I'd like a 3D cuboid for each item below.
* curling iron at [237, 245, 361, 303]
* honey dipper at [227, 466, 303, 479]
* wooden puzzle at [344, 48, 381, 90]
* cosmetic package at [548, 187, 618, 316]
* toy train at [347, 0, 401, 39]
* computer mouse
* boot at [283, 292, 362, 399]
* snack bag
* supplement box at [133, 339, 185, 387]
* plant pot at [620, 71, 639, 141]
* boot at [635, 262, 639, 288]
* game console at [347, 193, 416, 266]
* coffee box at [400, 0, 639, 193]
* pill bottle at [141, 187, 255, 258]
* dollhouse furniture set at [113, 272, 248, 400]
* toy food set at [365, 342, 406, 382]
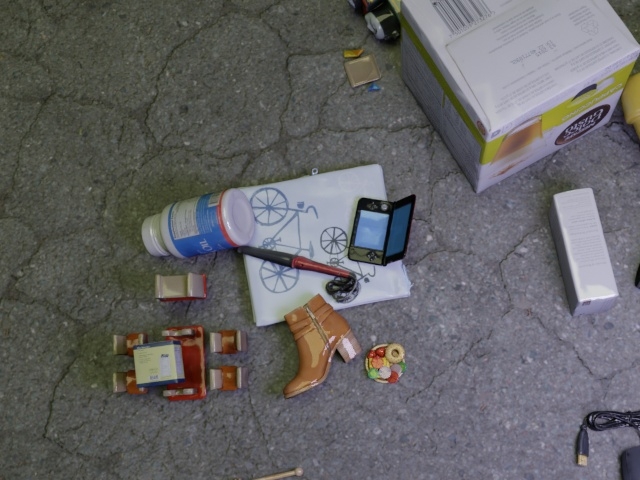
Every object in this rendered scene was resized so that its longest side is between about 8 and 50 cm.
[{"bbox_3d":[-0.047,0.059,1.885,0.274,0.035,0.068,21,74,11],"label":"curling iron"},{"bbox_3d":[-0.112,0.473,1.793,0.160,0.030,0.030,-12,70,-1],"label":"honey dipper"},{"bbox_3d":[0.096,-0.388,2.077,0.078,0.014,0.116,-13,69,8],"label":"wooden puzzle"},{"bbox_3d":[0.524,0.024,1.819,0.085,0.117,0.231,-11,71,5],"label":"cosmetic package"},{"bbox_3d":[0.228,-0.592,2.072,0.334,0.142,0.190,-29,79,-3],"label":"toy train"},{"bbox_3d":[0.575,0.437,1.696,0.184,0.060,0.262,2,71,8],"label":"computer mouse"},{"bbox_3d":[-0.030,0.214,1.833,0.197,0.073,0.152,-35,87,-21],"label":"boot"},{"bbox_3d":[0.000,0.000,1.940,0.342,0.037,0.323,-12,70,0],"label":"snack bag"},{"bbox_3d":[-0.316,0.242,1.778,0.083,0.056,0.083,-8,81,6],"label":"supplement box"},{"bbox_3d":[0.747,-0.223,1.824,0.254,0.254,0.239,-8,86,5],"label":"plant pot"},{"bbox_3d":[0.781,0.046,1.796,0.229,0.091,0.263,39,87,10],"label":"boot"},{"bbox_3d":[0.125,-0.028,1.876,0.124,0.085,0.144,10,71,7],"label":"game console"},{"bbox_3d":[0.387,-0.359,1.856,0.337,0.334,0.338,-28,71,-4],"label":"coffee box"},{"bbox_3d":[-0.261,-0.030,1.920,0.221,0.124,0.124,-12,68,25],"label":"pill bottle"},{"bbox_3d":[-0.281,0.199,1.879,0.262,0.135,0.259,-3,82,7],"label":"dollhouse furniture set"},{"bbox_3d":[0.133,0.249,1.841,0.083,0.020,0.082,-3,70,6],"label":"toy food set"}]
